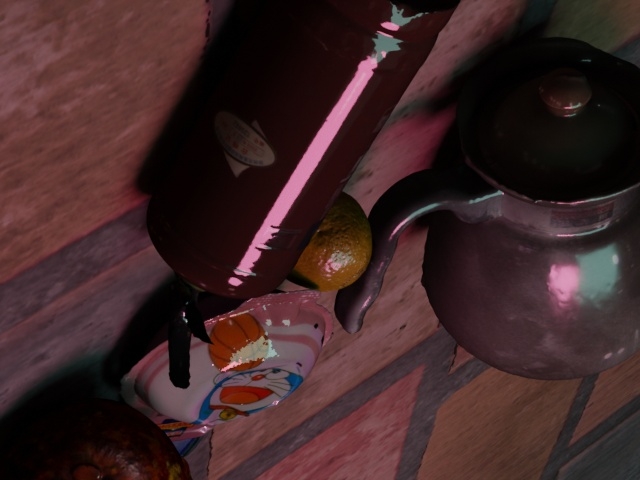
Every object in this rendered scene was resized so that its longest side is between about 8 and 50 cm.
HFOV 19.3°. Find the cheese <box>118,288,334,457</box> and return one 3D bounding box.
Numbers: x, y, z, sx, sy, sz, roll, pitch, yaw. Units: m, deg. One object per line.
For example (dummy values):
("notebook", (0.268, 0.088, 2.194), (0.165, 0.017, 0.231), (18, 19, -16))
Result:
("cheese", (-0.091, 0.116, 1.551), (0.189, 0.074, 0.286), (-1, 147, -36))

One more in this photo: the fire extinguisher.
("fire extinguisher", (-0.032, -0.057, 1.295), (0.114, 0.135, 0.337), (18, 123, -24))

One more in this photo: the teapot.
("teapot", (0.162, -0.042, 1.603), (0.305, 0.223, 0.285), (-1, 141, 0))

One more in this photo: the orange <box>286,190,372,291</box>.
("orange", (0.000, 0.000, 1.499), (0.085, 0.085, 0.095), (-40, 176, -9))

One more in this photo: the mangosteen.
("mangosteen", (-0.182, 0.208, 1.494), (0.146, 0.156, 0.181), (-66, -176, -27))
